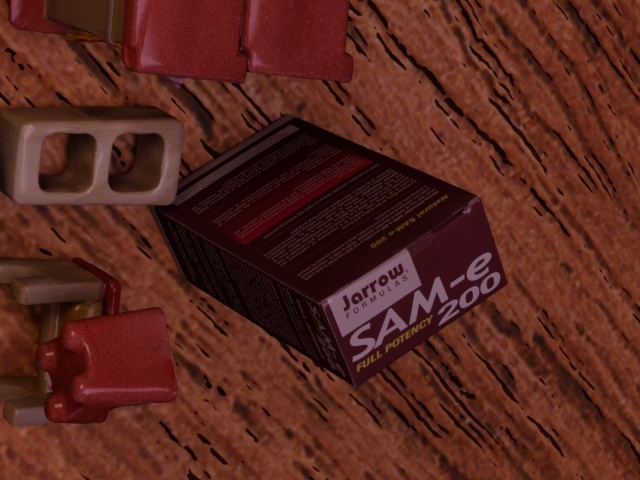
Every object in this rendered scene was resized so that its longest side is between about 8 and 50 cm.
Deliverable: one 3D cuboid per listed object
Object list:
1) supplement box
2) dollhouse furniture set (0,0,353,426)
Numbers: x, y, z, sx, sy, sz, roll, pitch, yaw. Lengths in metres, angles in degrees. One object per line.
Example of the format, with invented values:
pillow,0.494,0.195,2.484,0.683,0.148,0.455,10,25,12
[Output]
supplement box,0.000,0.000,1.293,0.130,0.239,0.073,-33,120,-18
dollhouse furniture set,-0.103,-0.049,1.238,0.152,0.201,0.374,-1,105,-31
